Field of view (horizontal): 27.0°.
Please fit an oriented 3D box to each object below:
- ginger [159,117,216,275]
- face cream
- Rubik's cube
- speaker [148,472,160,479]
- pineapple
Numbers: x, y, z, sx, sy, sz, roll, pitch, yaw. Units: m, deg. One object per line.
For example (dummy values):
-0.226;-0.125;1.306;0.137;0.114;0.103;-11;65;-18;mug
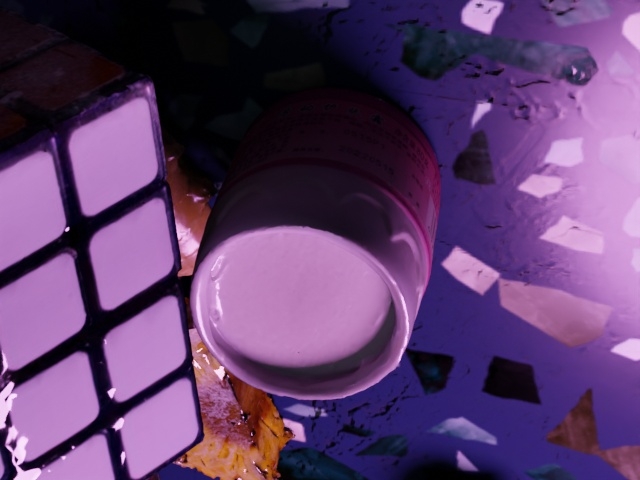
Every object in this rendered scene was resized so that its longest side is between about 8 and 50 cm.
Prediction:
-0.135;-0.032;1.110;0.115;0.081;0.205;32;143;28;ginger
0.000;0.000;1.032;0.175;0.195;0.175;5;125;8;face cream
-0.327;0.035;0.967;0.344;0.344;0.337;30;139;36;Rubik's cube
-0.314;0.193;1.311;0.259;0.198;0.329;-23;146;-19;speaker
-0.121;0.140;1.233;0.135;0.079;0.233;-8;127;19;pineapple
